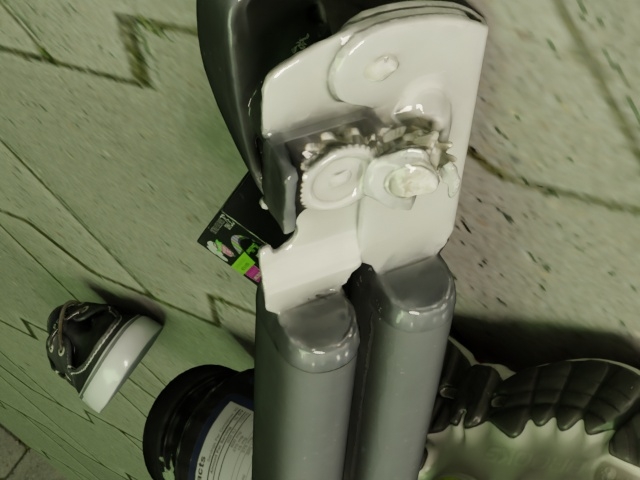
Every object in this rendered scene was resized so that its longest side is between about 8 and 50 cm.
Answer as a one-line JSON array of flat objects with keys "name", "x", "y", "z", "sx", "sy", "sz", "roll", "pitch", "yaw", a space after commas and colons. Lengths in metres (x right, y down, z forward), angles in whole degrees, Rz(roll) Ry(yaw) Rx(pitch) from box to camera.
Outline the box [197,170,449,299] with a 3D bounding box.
[{"name": "box", "x": 0.000, "y": 0.000, "z": 0.607, "sx": 0.083, "sy": 0.052, "sz": 0.062, "roll": 36, "pitch": 162, "yaw": -5}]

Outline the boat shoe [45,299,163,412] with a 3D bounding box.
[{"name": "boat shoe", "x": -0.179, "y": 0.079, "z": 1.129, "sx": 0.076, "sy": 0.080, "sz": 0.228, "roll": 37, "pitch": 170, "yaw": -6}]

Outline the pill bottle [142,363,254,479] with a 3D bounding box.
[{"name": "pill bottle", "x": -0.012, "y": 0.148, "z": 0.898, "sx": 0.219, "sy": 0.123, "sz": 0.123, "roll": 16, "pitch": 154, "yaw": 48}]

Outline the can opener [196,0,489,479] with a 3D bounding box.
[{"name": "can opener", "x": 0.007, "y": 0.015, "z": 0.519, "sx": 0.280, "sy": 0.074, "sz": 0.093, "roll": 91, "pitch": 155, "yaw": -47}]

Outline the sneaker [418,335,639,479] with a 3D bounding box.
[{"name": "sneaker", "x": 0.089, "y": 0.111, "z": 0.657, "sx": 0.118, "sy": 0.107, "sz": 0.279, "roll": 32, "pitch": 169, "yaw": -27}]
